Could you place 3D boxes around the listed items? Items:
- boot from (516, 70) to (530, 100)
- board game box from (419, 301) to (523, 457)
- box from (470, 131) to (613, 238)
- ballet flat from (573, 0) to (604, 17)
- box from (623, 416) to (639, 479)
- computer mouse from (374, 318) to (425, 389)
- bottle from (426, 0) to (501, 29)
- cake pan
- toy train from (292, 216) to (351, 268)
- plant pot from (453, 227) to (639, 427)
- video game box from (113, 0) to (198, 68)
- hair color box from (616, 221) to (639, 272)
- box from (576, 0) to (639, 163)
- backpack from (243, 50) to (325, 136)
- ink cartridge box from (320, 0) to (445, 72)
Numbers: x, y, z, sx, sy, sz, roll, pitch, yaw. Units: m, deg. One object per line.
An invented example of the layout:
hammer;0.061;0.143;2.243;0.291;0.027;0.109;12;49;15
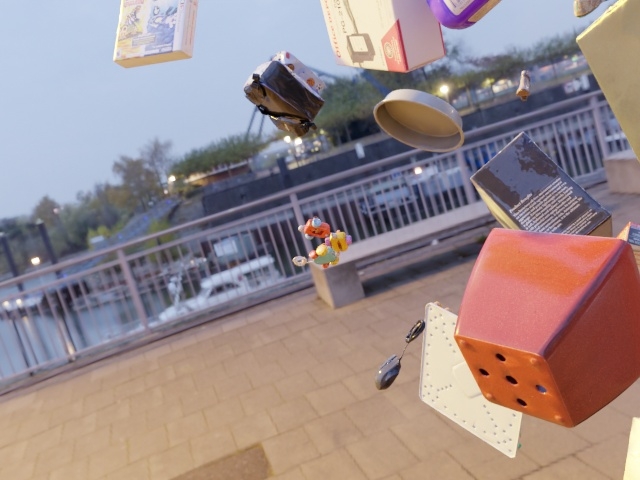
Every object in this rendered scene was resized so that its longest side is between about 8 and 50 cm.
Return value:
boot;0.662;-0.509;2.138;0.042;0.087;0.118;4;-5;19
board game box;0.485;0.429;2.080;0.050;0.390;0.390;-21;33;-36
box;0.557;-0.068;1.647;0.183;0.294;0.296;-41;-28;9
ballet flat;0.906;-0.802;2.160;0.206;0.067;0.073;-37;23;-24
box;0.688;0.470;1.279;0.056;0.231;0.183;27;-19;-24
computer mouse;0.223;0.325;1.888;0.242;0.041;0.071;-59;13;3
bottle;0.278;-0.445;0.990;0.092;0.118;0.283;-13;-16;-40
cake pan;0.309;-0.371;2.030;0.293;0.293;0.054;-3;60;60
toy train;0.000;0.000;1.464;0.125;0.046;0.166;10;-36;-12
plant pot;0.391;0.163;1.150;0.267;0.267;0.236;8;46;50
video game box;-0.377;-0.503;1.515;0.205;0.187;0.048;0;-12;27
hair color box;0.659;0.029;1.375;0.093;0.053;0.167;17;-20;11
box;0.901;-0.341;1.409;0.472;0.480;0.297;-16;-12;-29
backpack;-0.133;-0.510;2.244;0.213;0.276;0.263;-56;27;-15
ink cartridge box;0.107;-0.415;1.222;0.100;0.172;0.237;-27;28;-21
